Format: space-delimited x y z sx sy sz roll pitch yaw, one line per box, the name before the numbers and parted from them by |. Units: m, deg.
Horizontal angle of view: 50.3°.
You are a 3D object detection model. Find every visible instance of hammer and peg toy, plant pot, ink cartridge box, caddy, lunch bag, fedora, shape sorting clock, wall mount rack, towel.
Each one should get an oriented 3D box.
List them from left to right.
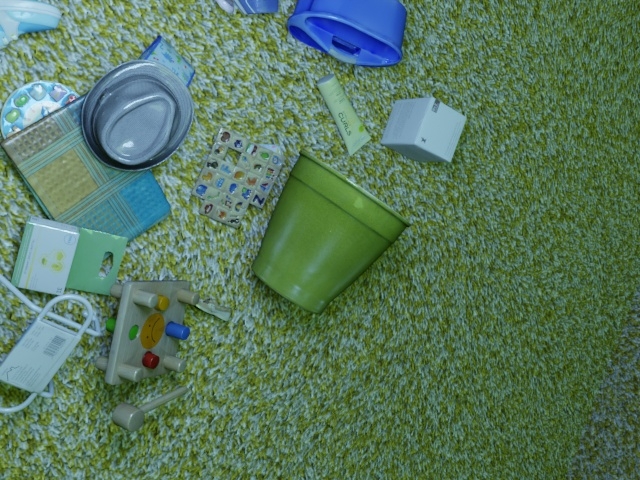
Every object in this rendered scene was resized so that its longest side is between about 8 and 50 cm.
wall mount rack | -0.704 0.219 1.588 0.304 0.130 0.350 34 98 -33
shape sorting clock | -0.646 -0.274 1.617 0.206 0.040 0.206 -5 100 -29
ink cartridge box | -0.603 0.049 1.645 0.235 0.056 0.171 15 106 -22
towel | -0.558 -0.148 1.667 0.271 0.040 0.370 -37 120 -20
fedora | -0.420 -0.280 1.590 0.275 0.124 0.243 -41 119 -3
hammer and peg toy | -0.440 0.277 1.724 0.266 0.127 0.361 5 97 -67
lunch bag | -0.391 -0.428 1.710 0.129 0.096 0.151 45 46 -28
lunch bag | -0.151 -0.228 1.902 0.071 0.053 0.083 -2 109 -27
plant pot | 0.000 0.000 1.879 0.366 0.366 0.353 32 93 -30
caddy | 0.075 -0.578 1.870 0.341 0.241 0.179 16 83 -30

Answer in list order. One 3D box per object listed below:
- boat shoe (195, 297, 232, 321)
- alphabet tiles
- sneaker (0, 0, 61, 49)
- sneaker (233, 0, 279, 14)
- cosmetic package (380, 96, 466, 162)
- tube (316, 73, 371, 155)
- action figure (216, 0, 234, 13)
boat shoe | -0.303 0.181 1.884 0.135 0.050 0.045 32 78 -40
alphabet tiles | -0.230 -0.160 1.859 0.198 0.009 0.237 23 97 -23
sneaker | -0.729 -0.420 1.500 0.319 0.127 0.208 -8 100 -19
sneaker | -0.169 -0.742 1.734 0.127 0.182 0.315 -20 107 -24
cosmetic package | 0.311 -0.335 2.073 0.151 0.184 0.151 22 87 -31
tube | 0.070 -0.373 2.004 0.070 0.062 0.240 -21 120 17
action figure | -0.392 -0.713 1.640 0.370 0.248 0.275 -12 130 -29
